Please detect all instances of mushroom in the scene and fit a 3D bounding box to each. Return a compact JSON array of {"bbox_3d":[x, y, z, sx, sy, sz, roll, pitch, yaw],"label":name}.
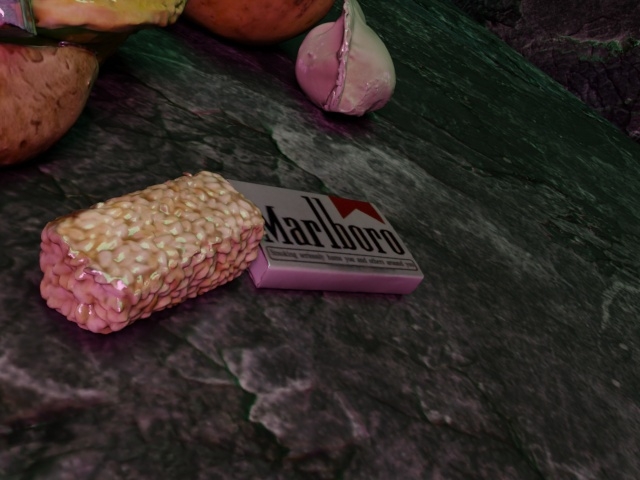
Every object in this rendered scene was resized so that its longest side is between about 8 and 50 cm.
[{"bbox_3d":[-0.249,-0.099,0.469,0.072,0.094,0.209,6,11,42],"label":"mushroom"}]

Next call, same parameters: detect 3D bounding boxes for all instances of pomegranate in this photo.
[{"bbox_3d":[-0.112,-0.426,0.909,0.322,0.322,0.322,23,30,-15],"label":"pomegranate"}]

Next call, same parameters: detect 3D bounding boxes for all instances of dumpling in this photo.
[{"bbox_3d":[0.038,-0.268,0.918,0.142,0.173,0.247,4,24,8],"label":"dumpling"}]

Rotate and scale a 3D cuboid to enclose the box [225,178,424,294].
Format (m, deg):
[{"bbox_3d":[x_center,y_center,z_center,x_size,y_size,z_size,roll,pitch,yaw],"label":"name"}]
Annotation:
[{"bbox_3d":[0.000,0.000,0.604,0.177,0.036,0.115,7,38,-36],"label":"box"}]

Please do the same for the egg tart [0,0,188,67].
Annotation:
[{"bbox_3d":[-0.301,-0.256,0.612,0.345,0.132,0.345,23,32,-15],"label":"egg tart"}]

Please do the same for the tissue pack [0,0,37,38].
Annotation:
[{"bbox_3d":[-0.258,-0.209,0.427,0.108,0.148,0.060,-8,14,-12],"label":"tissue pack"}]

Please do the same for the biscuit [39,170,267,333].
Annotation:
[{"bbox_3d":[-0.113,0.005,0.458,0.082,0.070,0.168,34,31,18],"label":"biscuit"}]
